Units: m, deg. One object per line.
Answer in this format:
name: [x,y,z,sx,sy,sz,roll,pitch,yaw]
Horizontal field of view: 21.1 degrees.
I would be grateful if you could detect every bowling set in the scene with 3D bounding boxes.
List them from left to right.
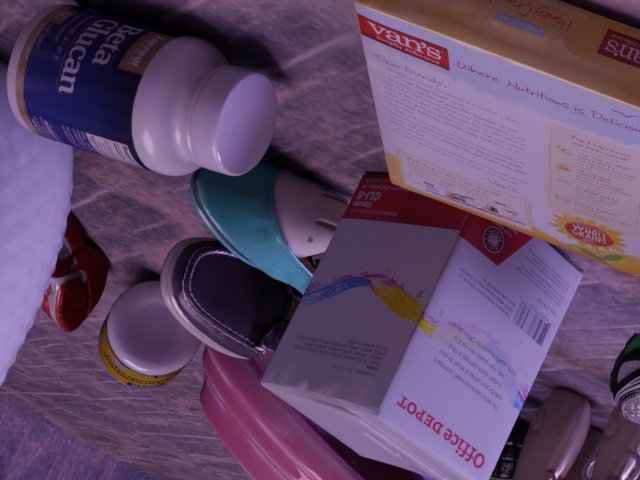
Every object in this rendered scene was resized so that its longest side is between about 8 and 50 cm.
bowling set: [0.240,0.236,1.515,0.200,0.154,0.287,33,164,-20]

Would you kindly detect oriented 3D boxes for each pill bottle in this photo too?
pill bottle: [-0.117,-0.097,1.143,0.169,0.094,0.094,17,162,29]
pill bottle: [-0.191,0.109,1.892,0.103,0.103,0.184,28,164,-4]

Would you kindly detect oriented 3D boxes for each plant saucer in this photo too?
plant saucer: [-0.003,0.212,1.713,0.332,0.084,0.332,43,-175,-4]

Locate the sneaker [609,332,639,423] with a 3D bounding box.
sneaker: [0.335,0.140,1.076,0.344,0.146,0.134,18,162,31]

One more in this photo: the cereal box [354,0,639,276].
cereal box: [0.114,-0.066,0.958,0.173,0.047,0.240,23,163,14]

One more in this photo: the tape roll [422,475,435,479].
tape roll: [0.097,0.342,2.216,0.189,0.080,0.189,25,163,8]

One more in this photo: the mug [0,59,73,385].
mug: [-0.390,-0.004,1.444,0.374,0.328,0.276,12,158,44]

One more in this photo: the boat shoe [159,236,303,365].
boat shoe: [-0.010,0.075,1.519,0.285,0.102,0.092,32,159,-31]

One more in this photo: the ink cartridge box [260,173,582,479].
ink cartridge box: [0.070,0.063,1.196,0.127,0.176,0.128,8,155,49]

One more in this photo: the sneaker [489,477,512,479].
sneaker: [0.238,0.316,1.826,0.296,0.123,0.109,15,160,39]

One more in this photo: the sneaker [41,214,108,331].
sneaker: [-0.308,0.008,1.841,0.128,0.087,0.221,31,154,18]

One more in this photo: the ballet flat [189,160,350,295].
ballet flat: [0.000,0.000,1.325,0.087,0.083,0.247,-13,144,29]

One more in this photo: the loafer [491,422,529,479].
loafer: [0.163,0.196,1.718,0.170,0.062,0.061,10,-163,28]
